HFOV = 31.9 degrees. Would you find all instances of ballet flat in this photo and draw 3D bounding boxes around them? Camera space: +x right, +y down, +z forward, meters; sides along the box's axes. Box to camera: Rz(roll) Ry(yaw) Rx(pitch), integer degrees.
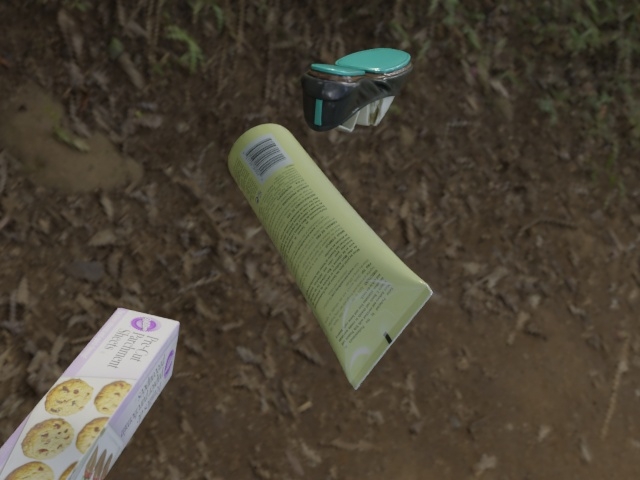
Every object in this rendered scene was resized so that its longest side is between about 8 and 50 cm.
[{"bbox_3d":[0.043,-0.198,1.495,0.095,0.096,0.280,16,20,22],"label":"ballet flat"}]

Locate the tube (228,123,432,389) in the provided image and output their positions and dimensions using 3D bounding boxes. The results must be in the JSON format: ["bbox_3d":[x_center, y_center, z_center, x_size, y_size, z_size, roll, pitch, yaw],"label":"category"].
[{"bbox_3d":[0.000,0.000,0.851,0.062,0.070,0.240,-20,44,-16],"label":"tube"}]

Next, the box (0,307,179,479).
[{"bbox_3d":[-0.198,0.156,0.920,0.067,0.063,0.324,14,24,7],"label":"box"}]
